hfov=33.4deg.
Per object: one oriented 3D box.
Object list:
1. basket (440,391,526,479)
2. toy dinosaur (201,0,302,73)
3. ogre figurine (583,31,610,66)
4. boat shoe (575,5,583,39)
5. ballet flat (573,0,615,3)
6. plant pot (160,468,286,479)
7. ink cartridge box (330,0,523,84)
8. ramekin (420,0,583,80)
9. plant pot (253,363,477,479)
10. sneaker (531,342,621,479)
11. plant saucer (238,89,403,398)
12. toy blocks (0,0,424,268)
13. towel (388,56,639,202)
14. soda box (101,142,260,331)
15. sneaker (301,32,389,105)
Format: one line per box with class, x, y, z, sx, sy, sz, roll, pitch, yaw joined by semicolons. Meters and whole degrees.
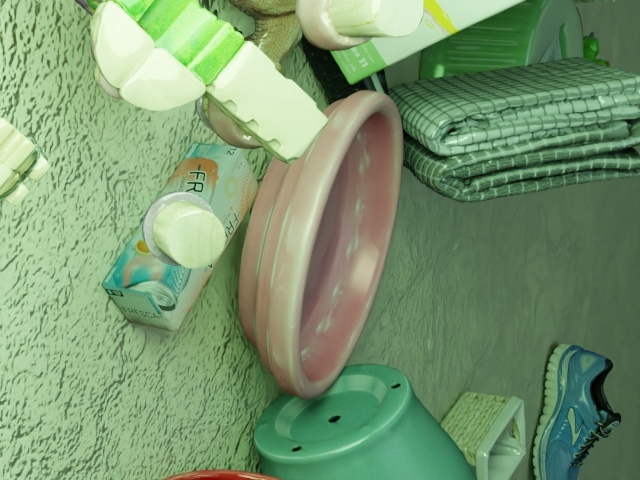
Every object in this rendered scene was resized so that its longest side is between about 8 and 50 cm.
basket;0.248;0.326;1.689;0.167;0.103;0.113;-39;129;-50
toy dinosaur;-0.073;-0.264;0.986;0.295;0.200;0.127;62;-2;-16
ogre figurine;0.474;-0.295;1.961;0.197;0.097;0.118;-42;152;-29
boat shoe;0.353;-0.251;1.729;0.104;0.089;0.285;177;-75;-76
ballet flat;0.403;-0.434;1.618;0.409;0.147;0.146;-11;106;-64
plant pot;-0.084;0.332;1.018;0.191;0.191;0.174;-4;103;-60
ink cartridge box;0.167;-0.291;1.044;0.207;0.353;0.119;-38;103;-35
ramekin;0.274;-0.235;1.557;0.303;0.148;0.303;-21;115;-57
plant pot;0.053;0.288;1.197;0.272;0.272;0.255;-43;120;-49
sneaker;0.514;0.377;2.126;0.130;0.147;0.329;7;91;-61
plant saucer;0.000;0.000;1.137;0.332;0.084;0.332;14;90;-74
toy blocks;-0.146;-0.157;0.808;0.288;0.260;0.309;40;84;-24
towel;0.234;-0.137;1.300;0.235;0.284;0.121;-125;-154;-70
soda box;-0.126;-0.007;0.996;0.183;0.058;0.063;-63;145;-32
sneaker;0.053;-0.191;1.242;0.097;0.084;0.234;-59;143;-38
